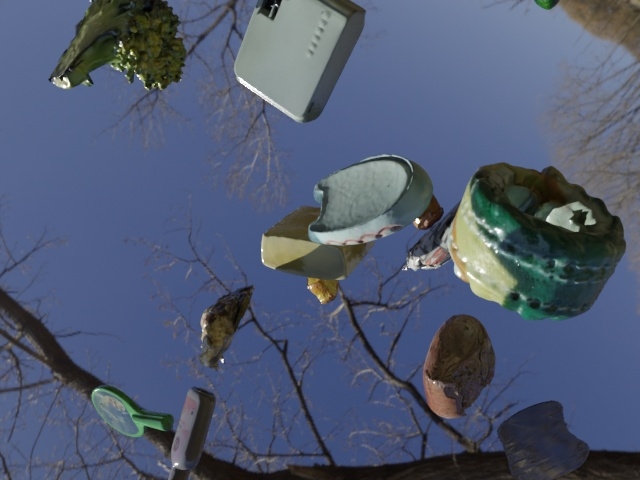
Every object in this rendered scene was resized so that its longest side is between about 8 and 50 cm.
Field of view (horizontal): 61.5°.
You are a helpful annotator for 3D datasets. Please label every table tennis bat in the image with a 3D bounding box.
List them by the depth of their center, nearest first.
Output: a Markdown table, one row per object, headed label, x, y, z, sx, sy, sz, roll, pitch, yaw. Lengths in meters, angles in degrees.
| label | x | y | z | sx | sy | sz | roll | pitch | yaw |
| --- | --- | --- | --- | --- | --- | --- | --- | --- | --- |
| table tennis bat | -0.458 | 0.423 | 1.306 | 0.256 | 0.161 | 0.039 | 0 | -151 | 28 |

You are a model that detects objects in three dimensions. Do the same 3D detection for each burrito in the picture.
| label | x | y | z | sx | sy | sz | roll | pitch | yaw |
| --- | --- | --- | --- | --- | --- | --- | --- | --- | --- |
| burrito | 0.399 | -0.029 | 1.603 | 0.101 | 0.445 | 0.139 | 30 | -149 | -21 |

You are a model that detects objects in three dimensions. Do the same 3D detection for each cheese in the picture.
| label | x | y | z | sx | sy | sz | roll | pitch | yaw |
| --- | --- | --- | --- | --- | --- | --- | --- | --- | --- |
| cheese | 0.000 | 0.000 | 1.480 | 0.242 | 0.124 | 0.265 | 5 | -157 | 22 |

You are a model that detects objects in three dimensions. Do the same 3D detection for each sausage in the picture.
| label | x | y | z | sx | sy | sz | roll | pitch | yaw |
| --- | --- | --- | --- | --- | --- | --- | --- | --- | --- |
| sausage | 0.263 | -0.153 | 1.622 | 0.108 | 0.109 | 0.271 | -3 | -136 | -35 |

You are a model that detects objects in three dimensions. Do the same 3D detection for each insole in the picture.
| label | x | y | z | sx | sy | sz | roll | pitch | yaw |
| --- | --- | --- | --- | --- | --- | --- | --- | --- | --- |
| insole | 0.209 | 0.196 | 0.507 | 0.232 | 0.080 | 0.003 | 49 | -165 | -45 |

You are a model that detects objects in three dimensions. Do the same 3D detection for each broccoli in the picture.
| label | x | y | z | sx | sy | sz | roll | pitch | yaw |
| --- | --- | --- | --- | --- | --- | --- | --- | --- | --- |
| broccoli | -0.378 | -0.367 | 1.066 | 0.242 | 0.273 | 0.180 | 21 | 167 | 39 |

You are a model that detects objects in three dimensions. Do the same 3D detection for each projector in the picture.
| label | x | y | z | sx | sy | sz | roll | pitch | yaw |
| --- | --- | --- | --- | --- | --- | --- | --- | --- | --- |
| projector | -0.047 | -0.405 | 1.119 | 0.198 | 0.251 | 0.108 | 35 | -149 | 11 |

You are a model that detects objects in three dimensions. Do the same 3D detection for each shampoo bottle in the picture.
| label | x | y | z | sx | sy | sz | roll | pitch | yaw |
| --- | --- | --- | --- | --- | --- | --- | --- | --- | --- |
| shampoo bottle | -0.213 | 0.326 | 0.872 | 0.040 | 0.080 | 0.165 | 22 | -102 | -31 |

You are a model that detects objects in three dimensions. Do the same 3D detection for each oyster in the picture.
| label | x | y | z | sx | sy | sz | roll | pitch | yaw |
| --- | --- | --- | --- | --- | --- | --- | --- | --- | --- |
| oyster | -0.258 | 0.211 | 1.397 | 0.100 | 0.271 | 0.275 | 25 | -117 | -8 |

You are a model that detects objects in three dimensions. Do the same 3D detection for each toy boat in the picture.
| label | x | y | z | sx | sy | sz | roll | pitch | yaw |
| --- | --- | --- | --- | --- | --- | --- | --- | --- | --- |
| toy boat | 0.075 | -0.055 | 0.812 | 0.079 | 0.207 | 0.134 | 42 | -135 | -39 |

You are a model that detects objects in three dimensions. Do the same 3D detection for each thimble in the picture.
| label | x | y | z | sx | sy | sz | roll | pitch | yaw |
| --- | --- | --- | --- | --- | --- | --- | --- | --- | --- |
| thimble | 0.348 | -0.009 | 0.891 | 0.254 | 0.168 | 0.288 | 20 | -147 | 8 |

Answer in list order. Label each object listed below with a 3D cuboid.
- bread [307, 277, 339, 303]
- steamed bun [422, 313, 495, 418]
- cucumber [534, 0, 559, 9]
| label | x | y | z | sx | sy | sz | roll | pitch | yaw |
| --- | --- | --- | --- | --- | --- | --- | --- | --- | --- |
| bread | 0.011 | 0.127 | 1.744 | 0.103 | 0.065 | 0.187 | 44 | -156 | -21 |
| steamed bun | 0.253 | 0.226 | 0.979 | 0.106 | 0.145 | 0.175 | 16 | -133 | 31 |
| cucumber | 0.250 | -0.401 | 0.594 | 0.056 | 0.285 | 0.056 | -12 | -148 | 8 |
